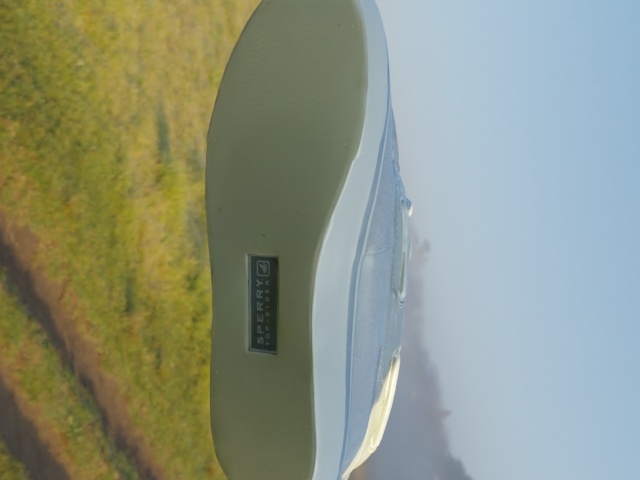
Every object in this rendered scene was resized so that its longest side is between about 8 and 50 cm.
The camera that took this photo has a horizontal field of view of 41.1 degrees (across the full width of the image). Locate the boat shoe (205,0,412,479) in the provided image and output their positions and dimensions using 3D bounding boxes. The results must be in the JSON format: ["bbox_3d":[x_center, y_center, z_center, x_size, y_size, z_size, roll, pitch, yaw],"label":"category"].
[{"bbox_3d":[0.001,0.001,0.380,0.081,0.079,0.227,-4,100,-56],"label":"boat shoe"}]
